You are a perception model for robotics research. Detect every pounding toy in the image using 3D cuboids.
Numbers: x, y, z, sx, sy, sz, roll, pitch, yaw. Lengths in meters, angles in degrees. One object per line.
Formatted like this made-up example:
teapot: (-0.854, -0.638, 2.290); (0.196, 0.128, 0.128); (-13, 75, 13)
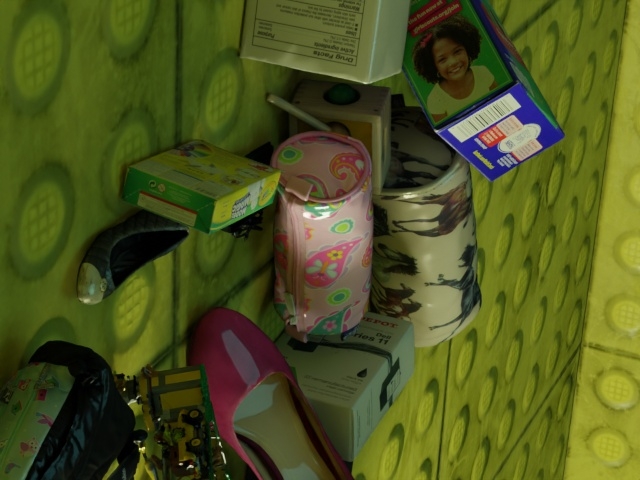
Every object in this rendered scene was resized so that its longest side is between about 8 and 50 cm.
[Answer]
pounding toy: (0.011, -0.129, 2.020); (0.100, 0.130, 0.141); (-69, 162, -53)

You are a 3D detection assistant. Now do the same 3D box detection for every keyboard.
keyboard: (-0.093, -0.050, 1.914); (0.192, 0.038, 0.100); (-39, 132, -72)

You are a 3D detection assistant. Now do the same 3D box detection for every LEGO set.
LEGO set: (-0.189, 0.293, 1.752); (0.331, 0.192, 0.255); (81, 1, -53)

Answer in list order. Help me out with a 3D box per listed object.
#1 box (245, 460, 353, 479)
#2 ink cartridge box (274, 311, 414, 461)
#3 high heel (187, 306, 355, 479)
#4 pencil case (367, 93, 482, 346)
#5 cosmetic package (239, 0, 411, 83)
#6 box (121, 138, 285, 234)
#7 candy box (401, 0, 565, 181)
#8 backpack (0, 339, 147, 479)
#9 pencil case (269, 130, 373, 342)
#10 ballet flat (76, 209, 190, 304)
box: (-0.026, 0.302, 2.219); (0.156, 0.093, 0.158); (-26, 128, -64)
ink cartridge box: (0.014, 0.171, 2.158); (0.208, 0.153, 0.087); (-50, 146, -52)
high heel: (-0.025, 0.235, 1.965); (0.127, 0.181, 0.377); (-43, 131, -19)
pencil case: (0.117, -0.012, 2.284); (0.160, 0.184, 0.410); (-59, 156, -26)
cosmetic package: (0.021, -0.339, 1.843); (0.113, 0.160, 0.309); (-29, 131, -64)
box: (-0.115, -0.059, 1.738); (0.179, 0.105, 0.043); (-32, 140, -62)
candy box: (0.148, -0.255, 2.040); (0.317, 0.122, 0.268); (62, 12, 18)
backpack: (-0.251, 0.197, 1.535); (0.182, 0.115, 0.152); (-62, 144, -32)
pencil case: (0.000, 0.000, 2.019); (0.284, 0.124, 0.124); (92, 21, -51)
ballet flat: (-0.187, 0.012, 1.675); (0.173, 0.049, 0.057); (-47, 144, -53)
